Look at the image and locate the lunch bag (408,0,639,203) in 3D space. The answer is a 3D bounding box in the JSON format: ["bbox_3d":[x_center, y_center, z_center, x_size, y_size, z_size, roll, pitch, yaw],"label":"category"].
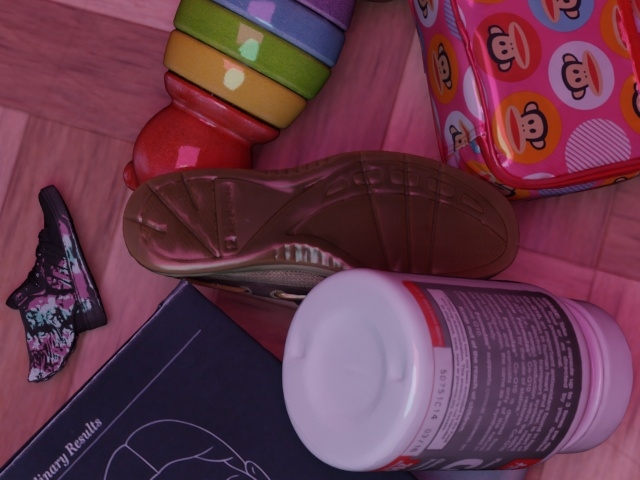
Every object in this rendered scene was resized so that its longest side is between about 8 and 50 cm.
[{"bbox_3d":[0.221,-0.187,1.768,0.258,0.120,0.293,-11,84,-21],"label":"lunch bag"}]

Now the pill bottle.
[{"bbox_3d":[0.121,0.111,1.619,0.161,0.283,0.161,-7,81,47],"label":"pill bottle"}]

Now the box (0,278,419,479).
[{"bbox_3d":[-0.077,0.289,1.657,0.395,0.212,0.293,41,65,6],"label":"box"}]

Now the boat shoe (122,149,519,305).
[{"bbox_3d":[0.000,0.000,1.716,0.341,0.123,0.123,-2,72,-3],"label":"boat shoe"}]

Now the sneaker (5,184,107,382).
[{"bbox_3d":[-0.257,0.040,1.817,0.089,0.051,0.170,-20,87,-4],"label":"sneaker"}]

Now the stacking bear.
[{"bbox_3d":[-0.073,-0.154,1.779,0.175,0.164,0.289,28,92,12],"label":"stacking bear"}]

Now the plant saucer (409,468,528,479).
[{"bbox_3d":[0.114,0.155,1.747,0.195,0.037,0.195,8,69,-21],"label":"plant saucer"}]
